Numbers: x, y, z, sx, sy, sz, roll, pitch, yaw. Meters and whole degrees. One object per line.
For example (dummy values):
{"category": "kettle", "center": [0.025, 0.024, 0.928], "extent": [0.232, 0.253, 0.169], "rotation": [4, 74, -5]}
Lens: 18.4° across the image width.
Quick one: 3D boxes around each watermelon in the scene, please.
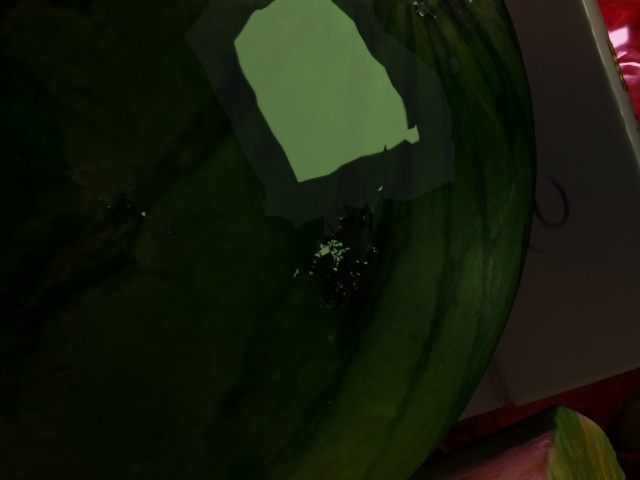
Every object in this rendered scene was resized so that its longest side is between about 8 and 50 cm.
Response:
{"category": "watermelon", "center": [-0.065, -0.015, 0.512], "extent": [0.242, 0.242, 0.242], "rotation": [-19, 90, -75]}

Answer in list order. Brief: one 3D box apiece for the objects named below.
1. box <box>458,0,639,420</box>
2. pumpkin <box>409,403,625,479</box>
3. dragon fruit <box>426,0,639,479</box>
{"category": "box", "center": [0.000, 0.000, 0.713], "extent": [0.067, 0.243, 0.155], "rotation": [-23, 93, -77]}
{"category": "pumpkin", "center": [0.040, 0.236, 0.710], "extent": [0.332, 0.199, 0.332], "rotation": [-11, 90, -74]}
{"category": "dragon fruit", "center": [0.132, 0.022, 0.885], "extent": [0.244, 0.299, 0.244], "rotation": [36, 29, -24]}
